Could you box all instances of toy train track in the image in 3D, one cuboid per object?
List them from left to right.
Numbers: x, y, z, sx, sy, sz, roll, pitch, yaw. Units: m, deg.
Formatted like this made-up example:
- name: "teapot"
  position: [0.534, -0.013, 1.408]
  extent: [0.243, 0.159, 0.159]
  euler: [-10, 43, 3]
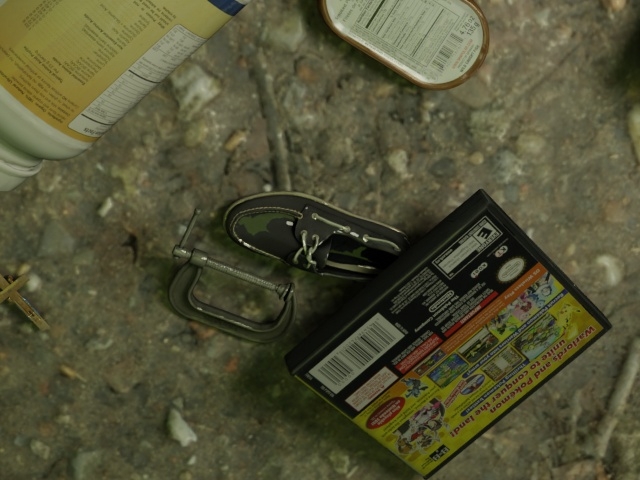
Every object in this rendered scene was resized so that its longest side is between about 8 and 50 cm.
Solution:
- name: "toy train track"
  position: [-0.319, 0.063, 1.469]
  extent: [0.048, 0.014, 0.083]
  euler: [-38, 115, 2]

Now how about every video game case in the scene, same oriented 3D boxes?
- name: "video game case"
  position: [0.140, 0.108, 1.475]
  extent: [0.275, 0.035, 0.248]
  euler: [-41, 125, 10]

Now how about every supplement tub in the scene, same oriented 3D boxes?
- name: "supplement tub"
  position: [-0.234, -0.217, 1.255]
  extent: [0.316, 0.228, 0.228]
  euler: [-40, 108, 10]

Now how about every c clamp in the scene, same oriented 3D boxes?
- name: "c clamp"
  position: [-0.091, 0.049, 1.457]
  extent: [0.160, 0.022, 0.137]
  euler: [26, 126, -16]

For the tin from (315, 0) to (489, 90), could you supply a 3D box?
- name: "tin"
  position: [0.084, -0.225, 1.382]
  extent: [0.189, 0.040, 0.106]
  euler: [30, 101, -14]

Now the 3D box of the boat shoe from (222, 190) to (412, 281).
- name: "boat shoe"
  position: [0.000, 0.000, 1.442]
  extent: [0.206, 0.065, 0.075]
  euler: [12, 109, -9]
